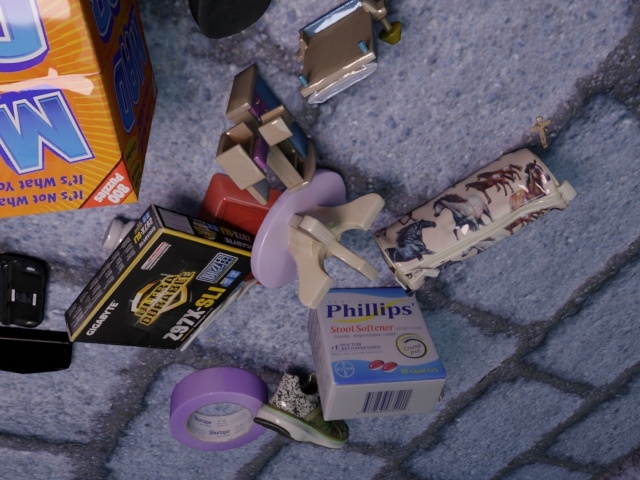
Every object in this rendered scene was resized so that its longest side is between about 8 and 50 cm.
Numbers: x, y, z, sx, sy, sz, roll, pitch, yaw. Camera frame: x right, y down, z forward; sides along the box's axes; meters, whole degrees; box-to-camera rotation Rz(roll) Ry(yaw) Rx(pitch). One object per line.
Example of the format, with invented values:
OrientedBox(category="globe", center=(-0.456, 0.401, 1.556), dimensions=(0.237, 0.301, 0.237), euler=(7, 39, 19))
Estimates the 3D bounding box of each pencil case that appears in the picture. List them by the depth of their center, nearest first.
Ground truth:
OrientedBox(category="pencil case", center=(0.324, -0.040, 1.176), dimensions=(0.410, 0.184, 0.160), euler=(-31, 127, 12))

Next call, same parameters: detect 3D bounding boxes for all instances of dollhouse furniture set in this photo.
OrientedBox(category="dollhouse furniture set", center=(0.021, -0.215, 0.904), dimensions=(0.303, 0.287, 0.198), euler=(-24, 130, 22))

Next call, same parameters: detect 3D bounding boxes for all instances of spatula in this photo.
OrientedBox(category="spatula", center=(-0.228, 0.166, 1.226), dimensions=(0.019, 0.168, 0.242), euler=(44, 135, 1))

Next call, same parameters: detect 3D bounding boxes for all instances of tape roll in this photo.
OrientedBox(category="tape roll", center=(-0.282, 0.477, 1.519), dimensions=(0.274, 0.090, 0.275), euler=(-5, 129, -7))

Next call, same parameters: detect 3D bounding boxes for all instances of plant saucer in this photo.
OrientedBox(category="plant saucer", center=(-0.150, 0.000, 1.195), dimensions=(0.258, 0.048, 0.259), euler=(15, 124, -22))

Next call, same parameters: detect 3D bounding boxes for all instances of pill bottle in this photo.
OrientedBox(category="pill bottle", center=(-0.370, 0.011, 1.131), dimensions=(0.151, 0.086, 0.086), euler=(23, 120, -27))

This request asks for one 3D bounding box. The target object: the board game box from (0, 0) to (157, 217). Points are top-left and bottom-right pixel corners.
OrientedBox(category="board game box", center=(-0.444, -0.272, 0.715), dimensions=(0.356, 0.356, 0.357), euler=(-7, 129, -6))

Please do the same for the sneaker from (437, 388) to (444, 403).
OrientedBox(category="sneaker", center=(0.233, 0.455, 1.627), dimensions=(0.281, 0.105, 0.115), euler=(1, 158, -15))

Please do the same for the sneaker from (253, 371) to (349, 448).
OrientedBox(category="sneaker", center=(-0.013, 0.474, 1.538), dimensions=(0.410, 0.157, 0.182), euler=(39, 69, -54))

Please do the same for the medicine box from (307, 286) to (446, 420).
OrientedBox(category="medicine box", center=(0.121, 0.263, 1.303), dimensions=(0.263, 0.289, 0.149), euler=(-1, 130, -12))

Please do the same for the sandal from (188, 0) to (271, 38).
OrientedBox(category="sandal", center=(-0.090, -0.375, 0.652), dimensions=(0.167, 0.107, 0.446), euler=(-31, 173, -10))

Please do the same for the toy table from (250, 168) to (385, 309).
OrientedBox(category="toy table", center=(0.000, 0.000, 1.084), dimensions=(0.252, 0.160, 0.275), euler=(21, 96, -48))

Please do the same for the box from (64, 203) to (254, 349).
OrientedBox(category="box", center=(-0.312, 0.090, 1.093), dimensions=(0.322, 0.079, 0.257), euler=(-45, 146, 19))

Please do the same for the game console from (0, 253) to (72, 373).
OrientedBox(category="game console", center=(-0.671, 0.179, 1.232), dimensions=(0.213, 0.044, 0.362), euler=(9, 126, -21))

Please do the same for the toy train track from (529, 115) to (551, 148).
OrientedBox(category="toy train track", center=(0.478, -0.230, 1.164), dimensions=(0.048, 0.014, 0.083), euler=(-26, 129, 9))
